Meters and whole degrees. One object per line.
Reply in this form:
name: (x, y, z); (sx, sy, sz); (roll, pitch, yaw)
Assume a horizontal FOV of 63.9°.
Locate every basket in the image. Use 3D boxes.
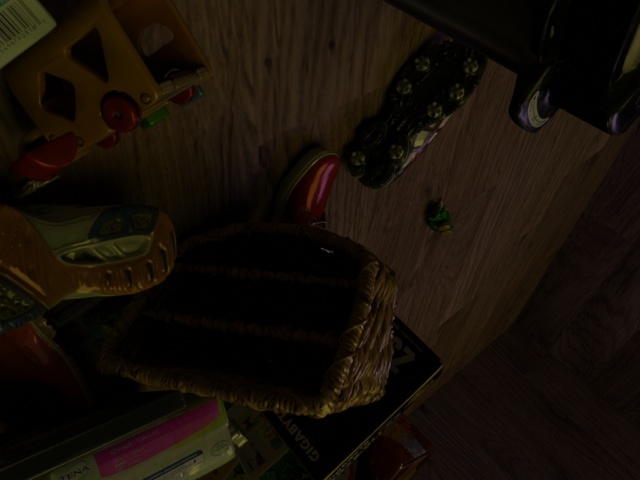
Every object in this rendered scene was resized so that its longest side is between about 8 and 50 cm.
basket: (-0.071, 0.075, 0.625); (0.223, 0.299, 0.213); (27, 70, -64)

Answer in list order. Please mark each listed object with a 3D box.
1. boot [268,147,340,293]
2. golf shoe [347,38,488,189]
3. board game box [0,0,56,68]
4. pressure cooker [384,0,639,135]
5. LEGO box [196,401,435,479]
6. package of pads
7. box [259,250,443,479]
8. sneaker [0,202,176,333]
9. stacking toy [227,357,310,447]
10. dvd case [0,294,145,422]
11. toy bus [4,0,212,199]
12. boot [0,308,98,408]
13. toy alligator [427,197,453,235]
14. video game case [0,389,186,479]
boot: (0.000, 0.000, 0.769); (0.088, 0.176, 0.244); (-4, 129, -48)
golf shoe: (0.152, -0.200, 0.822); (0.273, 0.105, 0.120); (-48, 168, 14)
board game box: (-0.321, -0.164, 0.223); (0.224, 0.097, 0.303); (-42, 152, -9)
pressure cooker: (0.256, -0.319, 0.453); (0.375, 0.420, 0.370); (-32, 148, -25)
LEGO box: (-0.087, 0.453, 1.021); (0.500, 0.372, 0.193); (-53, 150, 10)
package of pads: (-0.279, 0.285, 0.700); (0.229, 0.101, 0.296); (-14, 176, -44)
box: (-0.005, 0.179, 0.835); (0.257, 0.322, 0.079); (-39, 152, -11)
sneaker: (-0.280, 0.018, 0.460); (0.296, 0.131, 0.112); (0, 92, -56)
stacking toy: (-0.118, 0.178, 0.792); (0.167, 0.221, 0.052); (-39, 150, -10)
dvd case: (-0.310, 0.145, 0.702); (0.253, 0.022, 0.180); (-36, 150, -19)
toy bus: (-0.194, -0.127, 0.419); (0.202, 0.191, 0.104); (-35, 109, -17)
boot: (-0.325, 0.145, 0.597); (0.084, 0.059, 0.158); (-33, 110, -15)
toy alligator: (0.270, -0.054, 1.191); (0.051, 0.056, 0.189); (-10, 158, 19)
video game case: (-0.305, 0.224, 0.594); (0.196, 0.026, 0.274); (-15, 177, -43)
